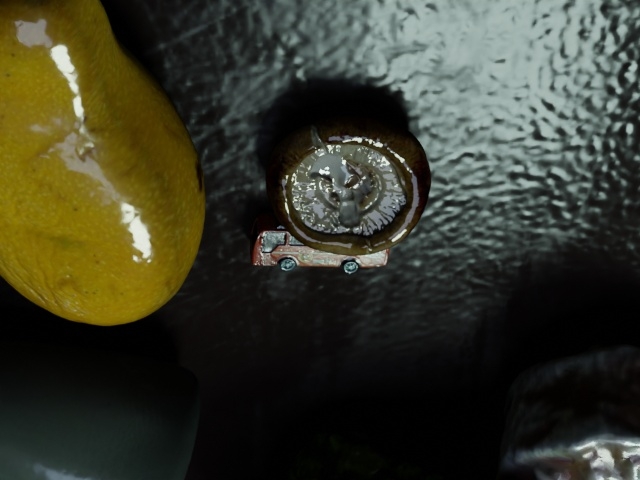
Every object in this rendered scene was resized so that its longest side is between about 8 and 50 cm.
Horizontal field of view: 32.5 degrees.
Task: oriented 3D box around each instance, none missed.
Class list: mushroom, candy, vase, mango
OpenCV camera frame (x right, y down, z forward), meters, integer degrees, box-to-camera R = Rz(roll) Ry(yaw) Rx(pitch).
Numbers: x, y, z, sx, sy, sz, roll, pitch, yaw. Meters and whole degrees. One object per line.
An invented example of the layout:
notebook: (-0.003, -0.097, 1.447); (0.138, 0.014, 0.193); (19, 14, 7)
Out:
mushroom: (0.021, -0.044, 0.815); (0.123, 0.052, 0.123); (1, 119, 1)
candy: (0.274, 0.203, 0.992); (0.214, 0.157, 0.289); (-7, 140, 24)
vase: (-0.273, 0.139, 0.887); (0.321, 0.173, 0.173); (21, 126, -15)
mango: (-0.173, -0.062, 0.742); (0.177, 0.120, 0.294); (-3, 130, 8)

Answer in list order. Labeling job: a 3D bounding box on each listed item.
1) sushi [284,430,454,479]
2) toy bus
sushi: (0.105, 0.338, 0.996); (0.352, 0.178, 0.294); (15, 149, 26)
toy bus: (0.000, 0.000, 0.869); (0.110, 0.031, 0.043); (1, 129, -9)
